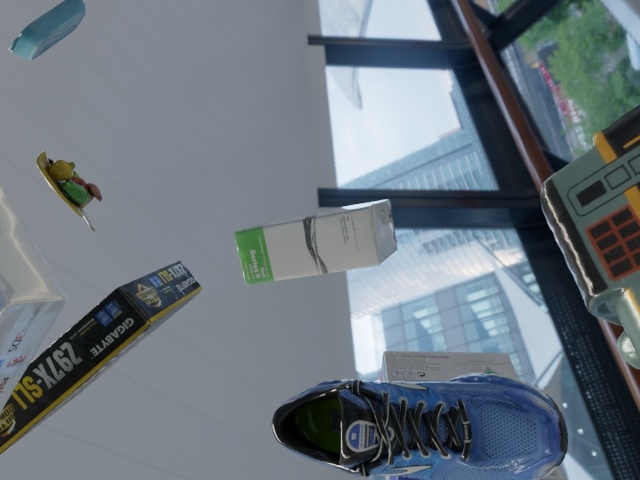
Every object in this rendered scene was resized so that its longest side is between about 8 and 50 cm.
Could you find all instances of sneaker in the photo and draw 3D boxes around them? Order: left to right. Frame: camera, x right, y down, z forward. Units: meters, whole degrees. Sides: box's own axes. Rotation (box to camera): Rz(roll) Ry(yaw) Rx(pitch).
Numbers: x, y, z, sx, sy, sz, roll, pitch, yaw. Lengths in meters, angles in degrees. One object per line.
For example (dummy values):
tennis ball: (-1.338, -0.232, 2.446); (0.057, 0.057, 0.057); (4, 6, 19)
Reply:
sneaker: (0.090, 0.214, 0.586); (0.147, 0.330, 0.129); (16, -113, -58)

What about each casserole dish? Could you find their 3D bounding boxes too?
casserole dish: (-0.536, -0.422, 1.072); (0.037, 0.114, 0.188); (47, -127, -21)

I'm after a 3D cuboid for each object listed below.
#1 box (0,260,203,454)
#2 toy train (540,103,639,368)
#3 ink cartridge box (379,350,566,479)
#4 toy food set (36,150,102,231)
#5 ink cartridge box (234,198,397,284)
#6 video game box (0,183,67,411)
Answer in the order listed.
box: (-0.366, 0.176, 0.879); (0.079, 0.322, 0.257); (50, -174, -1)
toy train: (0.249, 0.045, 0.259); (0.142, 0.190, 0.333); (17, -132, -36)
ink cartridge box: (0.251, 0.375, 0.972); (0.395, 0.270, 0.151); (-85, -5, -67)
toy food set: (-0.553, -0.126, 1.216); (0.128, 0.071, 0.217); (52, 167, 22)
ink cartridge box: (0.000, 0.000, 1.134); (0.211, 0.290, 0.121); (-25, -75, -70)
video game box: (-0.286, 0.036, 0.402); (0.205, 0.187, 0.048); (48, -154, 24)
